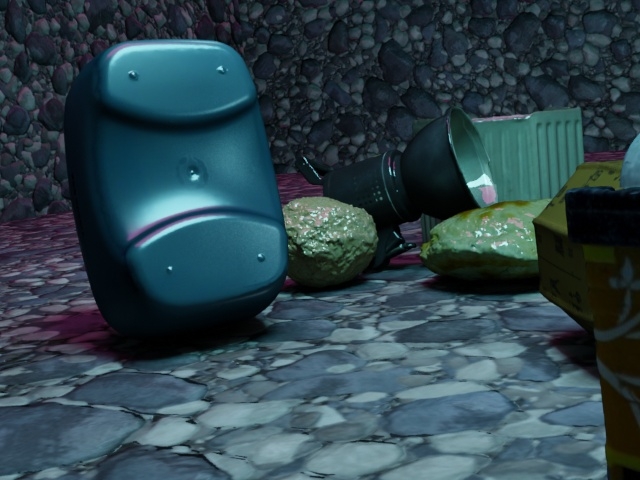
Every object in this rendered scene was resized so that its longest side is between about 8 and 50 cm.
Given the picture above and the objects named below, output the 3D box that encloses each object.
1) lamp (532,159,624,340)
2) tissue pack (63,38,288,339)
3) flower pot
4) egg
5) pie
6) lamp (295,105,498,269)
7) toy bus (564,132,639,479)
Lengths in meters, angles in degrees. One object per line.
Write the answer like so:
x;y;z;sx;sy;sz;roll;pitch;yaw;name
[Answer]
0.249;0.012;0.702;0.161;0.161;0.185;-6;5;-1;lamp
-0.154;-0.046;0.952;0.198;0.287;0.206;-10;-8;-25;tissue pack
0.254;-0.088;1.323;0.239;0.189;0.209;-2;8;16;flower pot
0.000;0.000;1.125;0.140;0.116;0.118;-6;-21;-3;egg
0.231;-0.003;1.065;0.248;0.090;0.201;-6;3;-31;pie
0.097;-0.059;1.198;0.227;0.172;0.147;-19;-13;26;lamp
0.280;0.023;0.436;0.323;0.194;0.162;-15;11;-36;toy bus
